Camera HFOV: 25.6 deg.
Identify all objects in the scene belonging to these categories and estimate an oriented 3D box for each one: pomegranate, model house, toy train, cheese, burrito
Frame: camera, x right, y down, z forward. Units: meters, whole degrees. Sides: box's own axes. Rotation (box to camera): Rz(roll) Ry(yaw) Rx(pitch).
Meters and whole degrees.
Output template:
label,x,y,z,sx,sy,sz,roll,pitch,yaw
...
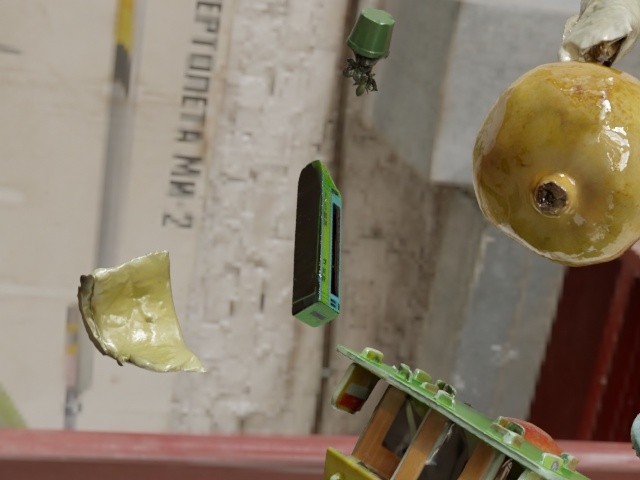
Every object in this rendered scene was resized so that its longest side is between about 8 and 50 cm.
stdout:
label,x,y,z,sx,sy,sz,roll,pitch,yaw
pomegranate,0.275,-0.086,1.509,0.233,0.233,0.233,-175,-90,-73
model house,0.065,0.303,1.430,0.300,0.340,0.324,28,-89,40
toy train,0.000,0.000,1.586,0.044,0.042,0.209,-30,-138,34
cheese,-0.110,0.055,0.872,0.084,0.060,0.041,63,-33,14
burrito,0.359,-0.291,1.752,0.117,0.076,0.392,-28,-164,27

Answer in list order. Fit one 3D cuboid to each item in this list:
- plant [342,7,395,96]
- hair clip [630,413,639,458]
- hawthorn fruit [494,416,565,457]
label,x,y,z,sx,sy,sz,roll,pitch,yaw
plant,0.050,-0.208,1.584,0.051,0.051,0.102,-110,-148,-55
hair clip,0.469,0.233,1.246,0.318,0.392,0.238,-48,158,-51
hawthorn fruit,0.258,0.314,1.994,0.194,0.157,0.157,48,-25,2
